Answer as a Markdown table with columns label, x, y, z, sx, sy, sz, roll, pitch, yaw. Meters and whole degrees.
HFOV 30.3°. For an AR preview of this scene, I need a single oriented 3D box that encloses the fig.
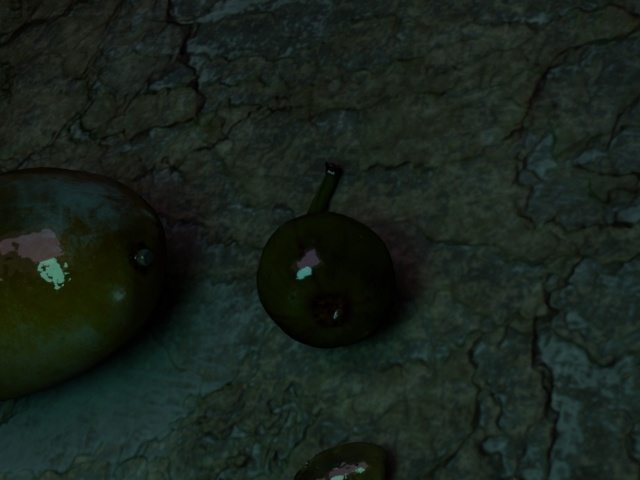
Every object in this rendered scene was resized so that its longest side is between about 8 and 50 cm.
| label | x | y | z | sx | sy | sz | roll | pitch | yaw |
| --- | --- | --- | --- | --- | --- | --- | --- | --- | --- |
| fig | 0.000 | 0.000 | 1.080 | 0.124 | 0.124 | 0.236 | -24 | 33 | 12 |

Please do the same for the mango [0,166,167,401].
| label | x | y | z | sx | sy | sz | roll | pitch | yaw |
| --- | --- | --- | --- | --- | --- | --- | --- | --- | --- |
| mango | -0.315 | 0.049 | 1.148 | 0.384 | 0.199 | 0.221 | -17 | 58 | 33 |

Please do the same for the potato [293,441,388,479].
| label | x | y | z | sx | sy | sz | roll | pitch | yaw |
| --- | --- | --- | --- | --- | --- | --- | --- | --- | --- |
| potato | 0.017 | 0.193 | 0.975 | 0.083 | 0.040 | 0.051 | -22 | 57 | 14 |
